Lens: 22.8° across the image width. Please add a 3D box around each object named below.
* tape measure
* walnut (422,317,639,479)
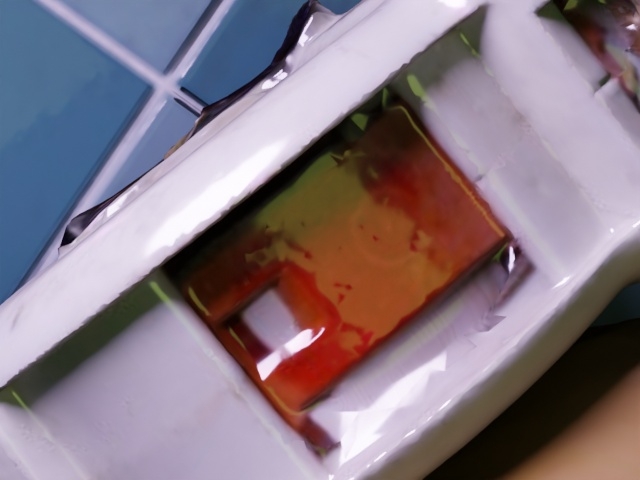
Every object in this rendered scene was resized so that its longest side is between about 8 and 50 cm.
[{"bbox_3d":[0.000,0.000,0.524,0.265,0.258,0.130,-39,97,-10],"label":"tape measure"},{"bbox_3d":[0.151,0.215,0.505,0.398,0.308,0.354,39,64,-16],"label":"walnut"}]
